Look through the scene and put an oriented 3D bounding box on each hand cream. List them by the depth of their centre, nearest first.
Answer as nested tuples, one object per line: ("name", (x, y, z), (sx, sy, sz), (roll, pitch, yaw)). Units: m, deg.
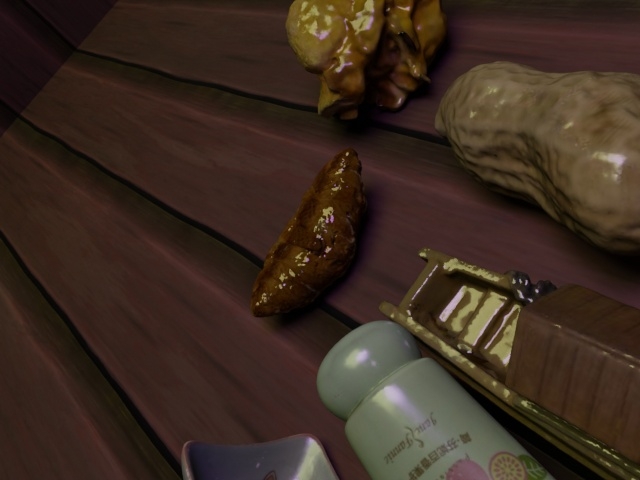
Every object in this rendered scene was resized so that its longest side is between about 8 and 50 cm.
("hand cream", (0.113, 0.195, 0.497), (0.147, 0.093, 0.306), (-43, 65, 5))

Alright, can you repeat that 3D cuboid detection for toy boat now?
("toy boat", (0.214, 0.114, 0.450), (0.445, 0.162, 0.136), (27, 80, 49))

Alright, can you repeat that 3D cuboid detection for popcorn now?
("popcorn", (0.056, -0.285, 0.904), (0.191, 0.190, 0.254), (-5, 58, 47))

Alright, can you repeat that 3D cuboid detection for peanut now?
("peanut", (0.234, -0.092, 0.629), (0.159, 0.143, 0.291), (-17, 30, -18))

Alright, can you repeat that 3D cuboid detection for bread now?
("bread", (0.000, 0.000, 0.798), (0.105, 0.076, 0.233), (15, 75, 60))

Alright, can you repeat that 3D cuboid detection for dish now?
("dish", (-0.028, 0.262, 0.566), (0.212, 0.151, 0.077), (41, 117, 50))
